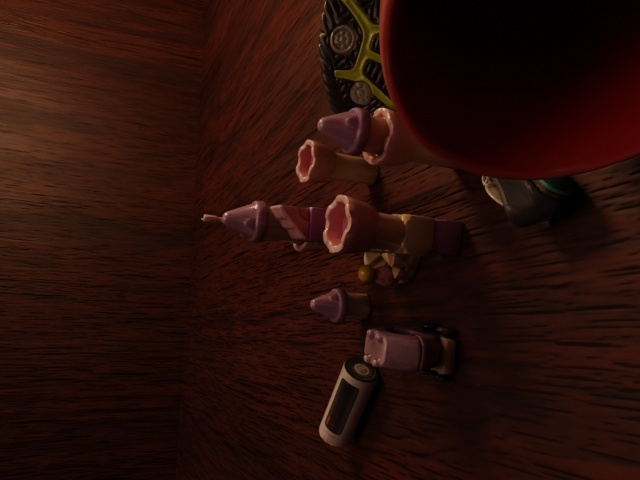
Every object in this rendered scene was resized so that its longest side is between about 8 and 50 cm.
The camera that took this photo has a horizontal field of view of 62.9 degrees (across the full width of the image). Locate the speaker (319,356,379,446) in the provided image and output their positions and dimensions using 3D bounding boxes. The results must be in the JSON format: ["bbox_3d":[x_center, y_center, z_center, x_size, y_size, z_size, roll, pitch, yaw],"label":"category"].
[{"bbox_3d":[0.041,0.244,0.786,0.055,0.055,0.136,-121,43,-54],"label":"speaker"}]

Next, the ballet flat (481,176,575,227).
[{"bbox_3d":[0.180,-0.095,0.534,0.074,0.074,0.203,121,144,-44],"label":"ballet flat"}]

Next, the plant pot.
[{"bbox_3d":[0.164,-0.223,0.389,0.275,0.275,0.243,120,155,-44],"label":"plant pot"}]

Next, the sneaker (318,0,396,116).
[{"bbox_3d":[0.078,-0.354,0.781,0.147,0.145,0.384,-27,-63,-70],"label":"sneaker"}]

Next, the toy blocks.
[{"bbox_3d":[0.000,0.000,0.679,0.289,0.260,0.308,180,95,-66],"label":"toy blocks"}]
